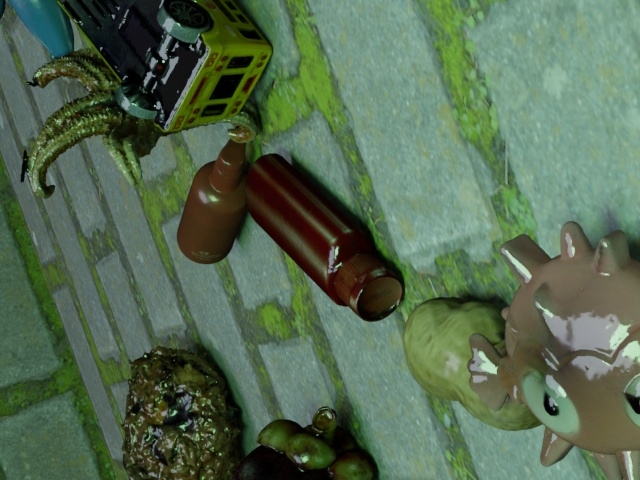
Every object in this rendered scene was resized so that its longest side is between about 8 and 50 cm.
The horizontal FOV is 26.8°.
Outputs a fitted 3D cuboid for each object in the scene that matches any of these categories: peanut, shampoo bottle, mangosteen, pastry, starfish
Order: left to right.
[{"bbox_3d":[-0.241,-0.153,1.659,0.312,0.303,0.113,-117,3,-47],"label":"starfish"},{"bbox_3d":[-0.242,0.299,2.168,0.275,0.193,0.275,53,154,40],"label":"pastry"},{"bbox_3d":[-0.134,-0.055,1.760,0.085,0.085,0.244,62,154,20],"label":"shampoo bottle"},{"bbox_3d":[-0.019,0.310,1.692,0.194,0.194,0.230,28,107,59],"label":"mangosteen"},{"bbox_3d":[0.000,0.000,1.505,0.260,0.064,0.102,44,147,48],"label":"shampoo bottle"},{"bbox_3d":[0.151,0.112,1.216,0.228,0.086,0.104,28,116,58],"label":"peanut"}]

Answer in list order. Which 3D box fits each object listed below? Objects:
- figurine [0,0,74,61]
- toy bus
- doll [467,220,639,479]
[{"bbox_3d":[-0.351,-0.405,1.748,0.416,0.243,0.298,-36,76,25],"label":"figurine"},{"bbox_3d":[-0.210,-0.284,1.582,0.331,0.151,0.145,51,129,24],"label":"toy bus"},{"bbox_3d":[0.206,0.089,1.033,0.262,0.093,0.211,-12,97,52],"label":"doll"}]
